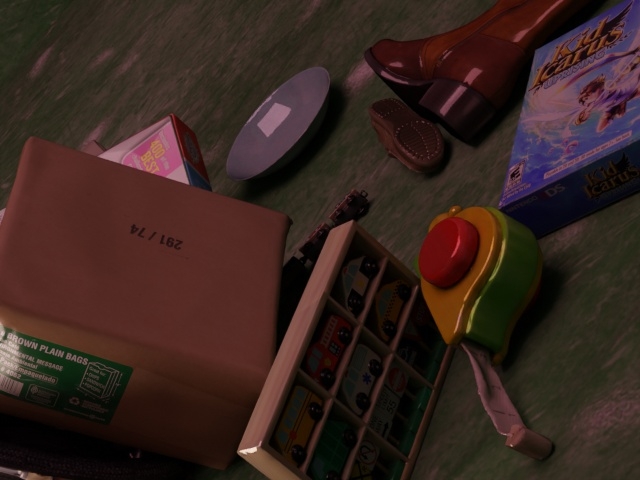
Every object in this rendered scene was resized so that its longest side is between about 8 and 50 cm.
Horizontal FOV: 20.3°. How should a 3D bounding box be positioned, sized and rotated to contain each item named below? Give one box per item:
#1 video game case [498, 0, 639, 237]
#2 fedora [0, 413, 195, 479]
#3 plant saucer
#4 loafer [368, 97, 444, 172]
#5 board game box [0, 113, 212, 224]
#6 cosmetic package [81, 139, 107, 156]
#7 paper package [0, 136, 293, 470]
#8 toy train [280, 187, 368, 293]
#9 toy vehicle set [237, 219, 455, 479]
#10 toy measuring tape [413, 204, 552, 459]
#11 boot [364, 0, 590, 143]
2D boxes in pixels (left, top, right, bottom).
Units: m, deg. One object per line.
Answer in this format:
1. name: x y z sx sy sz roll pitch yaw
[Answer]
1. video game case: 0.309 -0.149 1.764 0.269 0.061 0.244 -28 31 40
2. fedora: -0.314 0.266 1.979 0.334 0.334 0.152 -143 66 -66
3. plant saucer: -0.046 -0.146 2.388 0.195 0.037 0.195 -38 26 22
4. loafer: 0.104 -0.116 2.078 0.056 0.050 0.148 -21 37 -10
5. board game box: -0.281 0.012 2.317 0.316 0.064 0.242 -27 58 15
6. cosmetic package: -0.351 0.030 2.499 0.309 0.160 0.113 -51 25 -1
7. paper package: -0.212 0.069 1.976 0.309 0.325 0.168 -87 17 -53
8. toy train: 0.000 0.000 2.112 0.158 0.027 0.036 -48 13 5
9. toy vehicle set: 0.035 0.134 1.684 0.035 0.166 0.267 -22 36 46
10. toy measuring tape: 0.168 0.059 1.646 0.121 0.121 0.330 -43 33 14
11. boot: 0.196 -0.266 2.083 0.280 0.096 0.264 -49 24 -1
